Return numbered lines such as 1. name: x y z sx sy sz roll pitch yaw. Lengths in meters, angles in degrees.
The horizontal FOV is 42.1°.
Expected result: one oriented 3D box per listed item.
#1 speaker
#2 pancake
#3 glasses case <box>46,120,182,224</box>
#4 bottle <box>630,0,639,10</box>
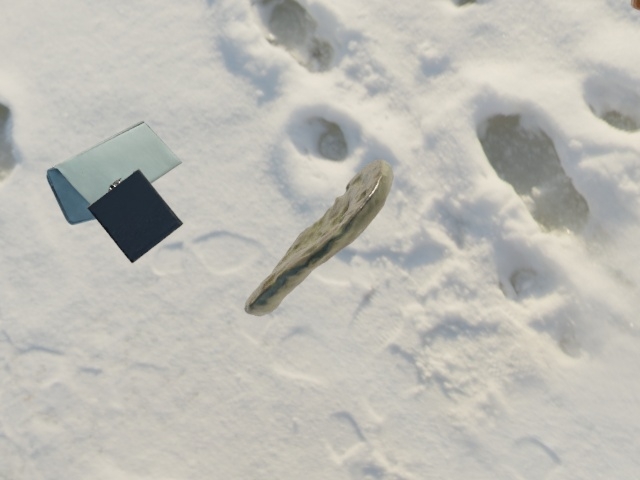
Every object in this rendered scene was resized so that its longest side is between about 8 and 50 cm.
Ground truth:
1. speaker: -0.130 -0.022 0.579 0.040 0.191 0.046 -38 102 -7
2. pancake: 0.001 0.001 0.964 0.042 0.222 0.236 45 90 -9
3. glasses case: -0.328 -0.107 1.322 0.105 0.266 0.056 47 118 -5
4. bottle: 0.413 -0.364 0.976 0.069 0.187 0.069 -1 28 0
